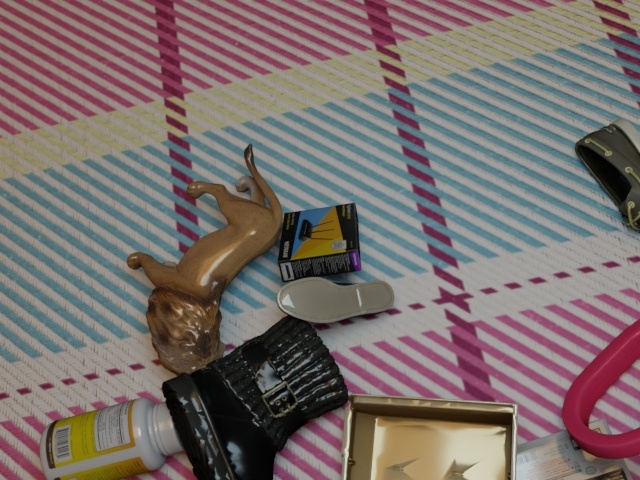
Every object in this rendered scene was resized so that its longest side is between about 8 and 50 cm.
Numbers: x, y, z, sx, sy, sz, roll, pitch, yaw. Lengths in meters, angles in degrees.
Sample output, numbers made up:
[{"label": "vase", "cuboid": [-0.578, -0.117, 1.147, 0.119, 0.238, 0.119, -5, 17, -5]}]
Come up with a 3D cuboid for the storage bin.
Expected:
[{"label": "storage bin", "cuboid": [0.150, 0.369, 1.079, 0.260, 0.123, 0.262, 1, 68, 15]}]

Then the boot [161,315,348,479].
[{"label": "boot", "cuboid": [-0.063, 0.311, 1.153, 0.260, 0.131, 0.348, -21, 89, -28]}]

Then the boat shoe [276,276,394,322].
[{"label": "boat shoe", "cuboid": [0.018, 0.101, 1.224, 0.206, 0.065, 0.075, -1, 77, -24]}]

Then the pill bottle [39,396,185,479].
[{"label": "pill bottle", "cuboid": [-0.327, 0.323, 1.195, 0.215, 0.117, 0.117, -15, 64, 2]}]

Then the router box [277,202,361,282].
[{"label": "router box", "cuboid": [0.000, 0.000, 1.276, 0.133, 0.046, 0.179, -9, 28, 5]}]

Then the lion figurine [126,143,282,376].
[{"label": "lion figurine", "cuboid": [-0.174, 0.032, 1.266, 0.240, 0.142, 0.392, 35, 90, 39]}]

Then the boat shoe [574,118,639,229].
[{"label": "boat shoe", "cuboid": [0.535, -0.070, 1.238, 0.091, 0.109, 0.305, -22, 58, 0]}]

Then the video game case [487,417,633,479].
[{"label": "video game case", "cuboid": [0.369, 0.376, 1.109, 0.190, 0.022, 0.173, -18, 64, 0]}]

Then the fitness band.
[{"label": "fitness band", "cuboid": [0.485, 0.204, 1.080, 0.291, 0.209, 0.054, -41, 106, -9]}]
